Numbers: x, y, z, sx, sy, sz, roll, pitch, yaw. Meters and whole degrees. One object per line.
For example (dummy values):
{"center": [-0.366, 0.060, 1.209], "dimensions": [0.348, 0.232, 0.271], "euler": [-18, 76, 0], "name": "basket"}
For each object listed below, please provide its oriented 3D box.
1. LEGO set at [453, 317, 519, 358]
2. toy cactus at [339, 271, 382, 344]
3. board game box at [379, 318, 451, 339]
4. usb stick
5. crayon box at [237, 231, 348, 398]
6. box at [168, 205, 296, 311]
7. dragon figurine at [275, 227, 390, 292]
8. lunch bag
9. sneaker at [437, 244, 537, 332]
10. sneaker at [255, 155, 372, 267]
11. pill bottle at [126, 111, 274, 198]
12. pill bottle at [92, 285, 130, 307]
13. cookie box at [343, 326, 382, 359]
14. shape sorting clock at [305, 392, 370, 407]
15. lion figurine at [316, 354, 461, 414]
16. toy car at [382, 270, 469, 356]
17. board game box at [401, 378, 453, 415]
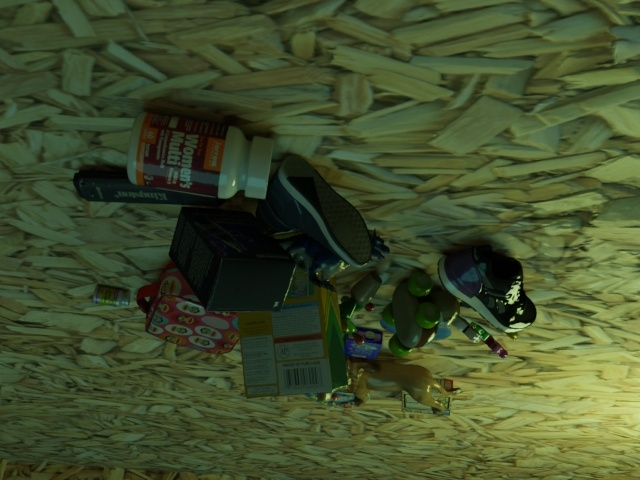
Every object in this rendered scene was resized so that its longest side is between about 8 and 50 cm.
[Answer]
{"center": [0.385, 0.201, 1.745], "dimensions": [0.087, 0.093, 0.227], "euler": [-50, 148, 8], "name": "LEGO set"}
{"center": [0.070, 0.149, 1.734], "dimensions": [0.180, 0.112, 0.219], "euler": [-50, 159, 24], "name": "toy cactus"}
{"center": [0.226, 0.193, 1.886], "dimensions": [0.169, 0.033, 0.133], "euler": [8, 157, 8], "name": "board game box"}
{"center": [-0.312, -0.096, 1.466], "dimensions": [0.278, 0.045, 0.077], "euler": [3, 152, 8], "name": "usb stick"}
{"center": [-0.066, 0.152, 1.642], "dimensions": [0.203, 0.322, 0.083], "euler": [-9, 174, 27], "name": "crayon box"}
{"center": [-0.163, 0.034, 1.453], "dimensions": [0.153, 0.207, 0.108], "euler": [4, 116, -35], "name": "box"}
{"center": [0.000, 0.000, 1.504], "dimensions": [0.289, 0.144, 0.085], "euler": [33, -175, 38], "name": "dragon figurine"}
{"center": [-0.296, 0.157, 1.840], "dimensions": [0.258, 0.120, 0.293], "euler": [16, 150, -16], "name": "lunch bag"}
{"center": [0.373, 0.099, 1.616], "dimensions": [0.283, 0.107, 0.124], "euler": [29, 138, -34], "name": "sneaker"}
{"center": [-0.019, -0.025, 1.418], "dimensions": [0.226, 0.086, 0.163], "euler": [51, 141, 1], "name": "sneaker"}
{"center": [-0.191, -0.133, 1.296], "dimensions": [0.221, 0.121, 0.121], "euler": [9, 151, -3], "name": "pill bottle"}
{"center": [-0.502, 0.137, 1.927], "dimensions": [0.083, 0.043, 0.043], "euler": [10, 151, -7], "name": "pill bottle"}
{"center": [0.103, 0.259, 2.019], "dimensions": [0.092, 0.040, 0.107], "euler": [9, 151, -4], "name": "cookie box"}
{"center": [0.045, 0.458, 2.390], "dimensions": [0.206, 0.040, 0.206], "euler": [5, 151, 3], "name": "shape sorting clock"}
{"center": [0.176, 0.366, 2.113], "dimensions": [0.392, 0.142, 0.240], "euler": [-3, 152, 6], "name": "lion figurine"}
{"center": [0.255, 0.164, 1.732], "dimensions": [0.188, 0.149, 0.155], "euler": [6, 143, -22], "name": "toy car"}
{"center": [0.308, 0.454, 2.320], "dimensions": [0.147, 0.045, 0.193], "euler": [3, 151, 7], "name": "board game box"}
